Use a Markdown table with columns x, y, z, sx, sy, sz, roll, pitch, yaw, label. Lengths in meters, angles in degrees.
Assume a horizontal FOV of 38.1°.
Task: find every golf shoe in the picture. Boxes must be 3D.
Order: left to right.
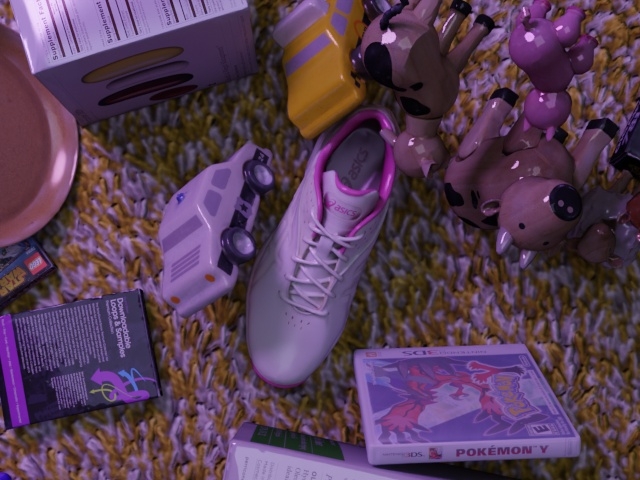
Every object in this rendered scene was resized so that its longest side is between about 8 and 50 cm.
| x | y | z | sx | sy | sz | roll | pitch | yaw | label |
| --- | --- | --- | --- | --- | --- | --- | --- | --- | --- |
| 0.000 | 0.000 | 0.924 | 0.115 | 0.140 | 0.306 | 19 | 85 | -1 | golf shoe |

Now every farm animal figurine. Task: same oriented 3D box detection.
| x | y | z | sx | sy | sz | roll | pitch | yaw | label |
| --- | --- | --- | --- | --- | --- | --- | --- | --- | --- |
| 0.175 | -0.071 | 0.842 | 0.330 | 0.327 | 0.172 | 33 | 85 | 4 | farm animal figurine |

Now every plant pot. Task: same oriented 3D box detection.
| x | y | z | sx | sy | sz | roll | pitch | yaw | label |
| --- | --- | --- | --- | --- | --- | --- | --- | --- | --- |
| -0.349 | -0.107 | 0.916 | 0.032 | 0.236 | 0.236 | -6 | 81 | 42 | plant pot |

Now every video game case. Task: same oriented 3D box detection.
| x | y | z | sx | sy | sz | roll | pitch | yaw | label |
| --- | --- | --- | --- | --- | --- | --- | --- | --- | --- |
| 0.128 | 0.149 | 0.882 | 0.183 | 0.201 | 0.023 | -2 | 108 | -1 | video game case |

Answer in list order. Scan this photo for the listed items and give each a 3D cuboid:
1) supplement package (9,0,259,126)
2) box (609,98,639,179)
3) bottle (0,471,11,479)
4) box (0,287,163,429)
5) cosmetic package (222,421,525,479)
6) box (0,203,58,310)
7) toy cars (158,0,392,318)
| x | y | z | sx | sy | sz | roll | pitch | yaw | label |
| --- | --- | --- | --- | --- | --- | --- | --- | --- | --- |
| -0.181 | -0.231 | 0.916 | 0.203 | 0.194 | 0.149 | -18 | 84 | -2 | supplement package |
| 0.505 | -0.149 | 0.975 | 0.295 | 0.073 | 0.293 | 26 | 83 | 6 | box |
| -0.282 | 0.309 | 0.905 | 0.283 | 0.092 | 0.118 | 37 | 85 | 3 | bottle |
| -0.253 | 0.122 | 0.959 | 0.162 | 0.029 | 0.116 | -11 | 85 | -1 | box |
| 0.085 | 0.286 | 0.865 | 0.365 | 0.197 | 0.155 | 11 | 83 | -2 | cosmetic package |
| -0.358 | 0.032 | 0.967 | 0.137 | 0.027 | 0.094 | -36 | 84 | -5 | box |
| -0.056 | -0.111 | 0.909 | 0.087 | 0.176 | 0.394 | 37 | 83 | -25 | toy cars |
